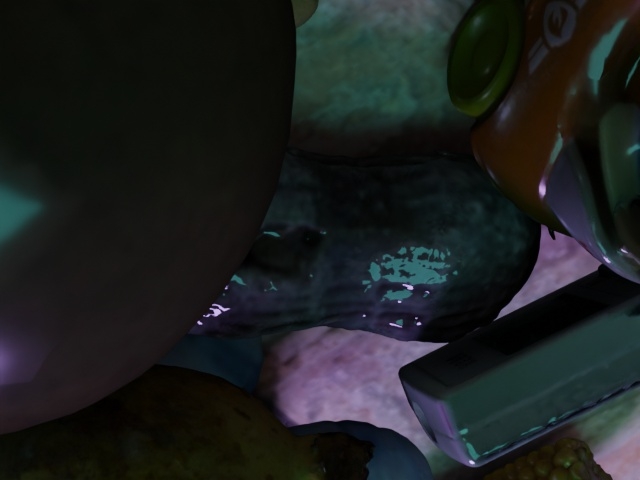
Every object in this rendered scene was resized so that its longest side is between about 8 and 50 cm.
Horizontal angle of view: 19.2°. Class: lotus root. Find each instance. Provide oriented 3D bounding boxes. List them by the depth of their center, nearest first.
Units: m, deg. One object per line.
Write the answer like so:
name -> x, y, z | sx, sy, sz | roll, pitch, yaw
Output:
lotus root -> -0.100, 0.128, 0.853 | 0.260, 0.128, 0.145 | -10, 99, -6

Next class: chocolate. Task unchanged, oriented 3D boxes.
chocolate -> 0.000, 0.000, 0.986 | 0.248, 0.110, 0.110 | 6, 130, -18

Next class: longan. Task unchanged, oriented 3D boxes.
longan -> -0.155, -0.064, 0.769 | 0.297, 0.297, 0.297 | -7, 132, -8

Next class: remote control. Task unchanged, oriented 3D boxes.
remote control -> 0.207, 0.018, 0.994 | 0.344, 0.145, 0.050 | -26, 94, -5

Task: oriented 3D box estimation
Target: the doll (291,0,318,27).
doll -> 0.005, -0.130, 0.904 | 0.093, 0.051, 0.061 | -14, 161, 3

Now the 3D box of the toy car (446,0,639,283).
toy car -> 0.178, -0.065, 0.892 | 0.145, 0.235, 0.235 | 18, 125, -27

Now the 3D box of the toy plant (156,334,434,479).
toy plant -> -0.100, 0.162, 1.031 | 0.332, 0.247, 0.247 | -13, 133, -7

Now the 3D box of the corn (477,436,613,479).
corn -> 0.055, 0.231, 1.211 | 0.310, 0.101, 0.101 | -32, 131, 12
